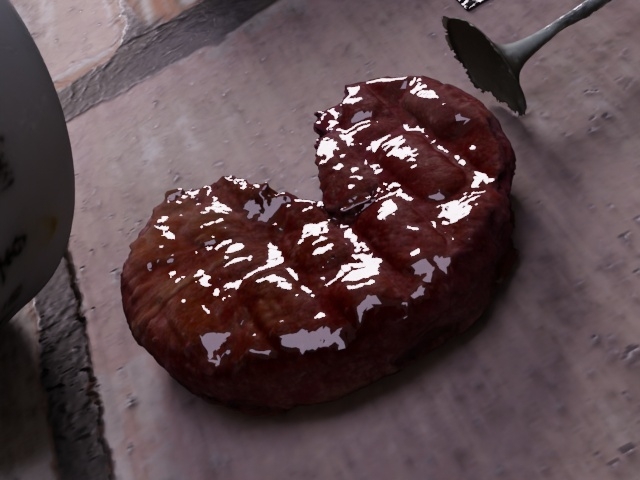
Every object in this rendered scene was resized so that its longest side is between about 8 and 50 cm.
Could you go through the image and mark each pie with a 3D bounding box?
[{"bbox_3d":[0.000,0.000,0.678,0.219,0.054,0.204,-24,38,5],"label":"pie"}]

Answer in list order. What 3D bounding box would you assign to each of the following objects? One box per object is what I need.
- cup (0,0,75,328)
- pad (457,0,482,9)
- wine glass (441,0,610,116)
[{"bbox_3d":[-0.269,-0.058,0.733,0.347,0.347,0.163,3,27,36],"label":"cup"},{"bbox_3d":[0.155,-0.225,0.866,0.190,0.004,0.127,-30,37,2],"label":"pad"},{"bbox_3d":[0.196,-0.164,0.721,0.262,0.074,0.074,-34,38,-5],"label":"wine glass"}]
